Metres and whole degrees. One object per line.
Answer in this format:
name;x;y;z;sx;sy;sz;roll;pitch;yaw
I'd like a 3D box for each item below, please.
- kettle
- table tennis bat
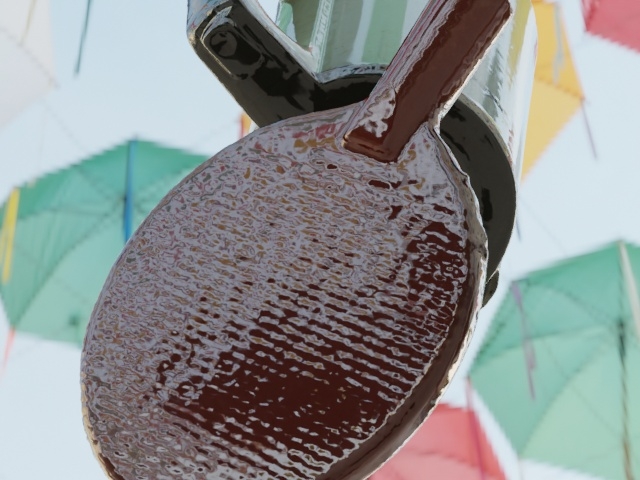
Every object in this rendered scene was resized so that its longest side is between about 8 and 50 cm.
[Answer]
kettle;0.029;-0.148;1.611;0.250;0.377;0.361;-33;-72;20
table tennis bat;0.000;0.000;1.220;0.268;0.415;0.051;21;-19;36
